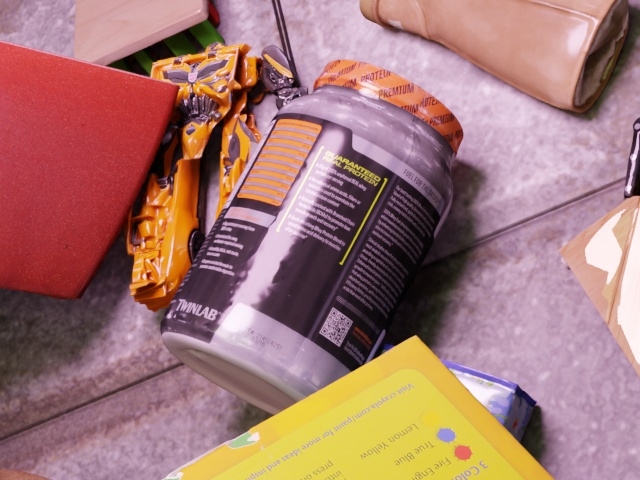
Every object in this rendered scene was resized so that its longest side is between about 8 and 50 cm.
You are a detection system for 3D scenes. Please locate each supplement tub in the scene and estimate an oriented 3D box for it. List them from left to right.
[{"bbox_3d":[0.000,0.000,1.876,0.193,0.193,0.316,20,73,33],"label":"supplement tub"}]

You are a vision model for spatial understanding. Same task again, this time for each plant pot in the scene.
[{"bbox_3d":[-0.339,-0.073,2.020,0.267,0.267,0.236,8,88,51],"label":"plant pot"}]

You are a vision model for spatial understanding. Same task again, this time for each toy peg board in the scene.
[{"bbox_3d":[-0.180,-0.248,2.169,0.161,0.079,0.160,-22,45,19],"label":"toy peg board"}]

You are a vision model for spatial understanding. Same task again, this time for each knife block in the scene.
[{"bbox_3d":[0.350,0.003,1.758,0.242,0.088,0.276,-36,57,12],"label":"knife block"}]

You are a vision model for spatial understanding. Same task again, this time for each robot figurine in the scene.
[{"bbox_3d":[-0.116,-0.078,2.047,0.211,0.085,0.291,-9,66,24],"label":"robot figurine"}]

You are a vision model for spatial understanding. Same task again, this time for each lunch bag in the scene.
[{"bbox_3d":[0.103,0.175,1.818,0.151,0.096,0.129,17,79,23],"label":"lunch bag"}]

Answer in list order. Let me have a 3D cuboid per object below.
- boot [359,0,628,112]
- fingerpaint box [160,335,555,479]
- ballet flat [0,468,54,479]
[{"bbox_3d":[0.191,-0.275,1.960,0.269,0.089,0.236,25,99,35],"label":"boot"},{"bbox_3d":[0.009,0.334,1.545,0.445,0.163,0.371,-28,56,-26],"label":"fingerpaint box"},{"bbox_3d":[-0.368,0.272,2.011,0.342,0.124,0.116,17,95,32],"label":"ballet flat"}]
